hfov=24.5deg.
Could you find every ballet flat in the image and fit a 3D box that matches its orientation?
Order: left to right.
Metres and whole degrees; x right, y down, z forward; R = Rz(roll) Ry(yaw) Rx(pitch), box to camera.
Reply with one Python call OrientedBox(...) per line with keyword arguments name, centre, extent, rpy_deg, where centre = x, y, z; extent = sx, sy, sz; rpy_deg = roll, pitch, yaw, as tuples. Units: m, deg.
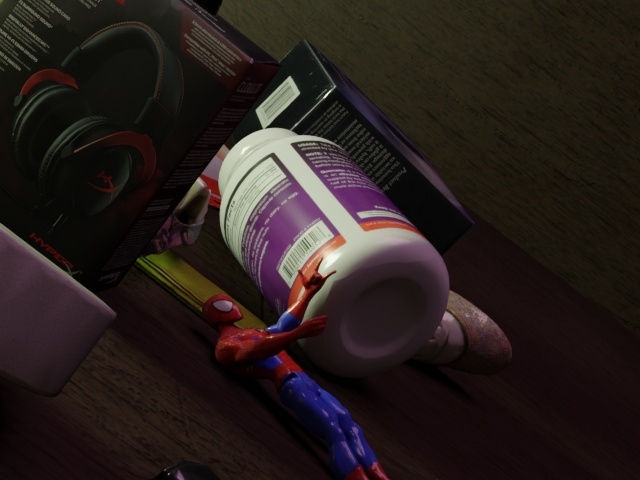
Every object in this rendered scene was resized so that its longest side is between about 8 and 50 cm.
OrientedBox(name="ballet flat", centre=(-0.152, -0.033, 1.489), extent=(0.077, 0.079, 0.221), rpy_deg=(38, 8, 2))
OrientedBox(name="ballet flat", centre=(0.100, 0.091, 1.889), extent=(0.316, 0.107, 0.106), rpy_deg=(33, 31, 4))

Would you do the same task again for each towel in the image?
OrientedBox(name="towel", centre=(-0.153, 0.025, 1.510), extent=(0.237, 0.021, 0.102), rpy_deg=(38, 12, 0))

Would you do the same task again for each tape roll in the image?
OrientedBox(name="tape roll", centre=(-0.300, -0.042, 0.918), extent=(0.392, 0.072, 0.392), rpy_deg=(35, -7, 5))

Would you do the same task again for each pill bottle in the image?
OrientedBox(name="pill bottle", centre=(0.000, 0.000, 1.673), extent=(0.181, 0.181, 0.323), rpy_deg=(29, 15, -39))

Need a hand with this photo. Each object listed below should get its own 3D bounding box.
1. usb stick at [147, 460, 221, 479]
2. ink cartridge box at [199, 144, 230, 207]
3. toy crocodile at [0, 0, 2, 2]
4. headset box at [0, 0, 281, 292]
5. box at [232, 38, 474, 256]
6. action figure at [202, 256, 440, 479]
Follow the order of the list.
OrientedBox(name="usb stick", centre=(-0.013, 0.252, 0.986), extent=(0.278, 0.045, 0.077), rpy_deg=(42, 5, 21))
OrientedBox(name="ink cartridge box", centre=(-0.149, -0.098, 1.960), extent=(0.179, 0.045, 0.145), rpy_deg=(43, 13, 37))
OrientedBox(name="toy crocodile", centre=(-0.428, -0.347, 1.923), extent=(0.340, 0.105, 0.115), rpy_deg=(34, 12, -15))
OrientedBox(name="headset box", centre=(-0.195, -0.133, 1.314), extent=(0.218, 0.293, 0.110), rpy_deg=(40, 11, 6))
OrientedBox(name="box", centre=(0.038, -0.107, 2.134), extent=(0.294, 0.183, 0.296), rpy_deg=(43, 9, -22))
OrientedBox(name="action figure", centre=(0.010, 0.120, 1.365), extent=(0.280, 0.139, 0.091), rpy_deg=(39, 10, 20))
